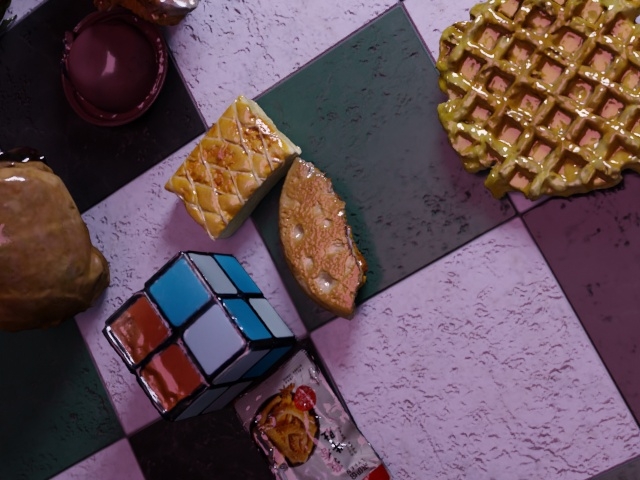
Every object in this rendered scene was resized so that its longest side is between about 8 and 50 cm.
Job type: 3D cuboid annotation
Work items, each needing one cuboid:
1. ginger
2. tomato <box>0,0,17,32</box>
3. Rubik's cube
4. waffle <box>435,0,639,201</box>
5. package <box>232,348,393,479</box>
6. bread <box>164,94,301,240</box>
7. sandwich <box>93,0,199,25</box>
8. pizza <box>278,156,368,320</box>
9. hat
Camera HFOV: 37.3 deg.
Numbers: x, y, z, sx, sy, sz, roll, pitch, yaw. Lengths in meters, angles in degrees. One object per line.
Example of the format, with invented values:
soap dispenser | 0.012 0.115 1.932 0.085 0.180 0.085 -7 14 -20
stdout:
ginger | -0.444 0.019 1.430 0.200 0.269 0.223 -29 69 -12
tomato | -0.632 -0.428 1.494 0.303 0.303 0.239 -38 88 15
Rubik's cube | -0.173 0.136 1.373 0.180 0.167 0.183 -44 75 12
waffle | 0.312 -0.207 1.260 0.324 0.068 0.302 -13 84 18
package | -0.013 0.293 1.379 0.154 0.030 0.239 -39 75 13
bread | -0.131 -0.105 1.419 0.125 0.068 0.188 46 103 16
sandwich | -0.245 -0.413 1.428 0.250 0.162 0.301 -31 47 4
pizza | 0.002 0.000 1.371 0.127 0.058 0.246 -34 75 17
hat | -0.335 -0.278 1.493 0.205 0.089 0.206 -1 87 21
